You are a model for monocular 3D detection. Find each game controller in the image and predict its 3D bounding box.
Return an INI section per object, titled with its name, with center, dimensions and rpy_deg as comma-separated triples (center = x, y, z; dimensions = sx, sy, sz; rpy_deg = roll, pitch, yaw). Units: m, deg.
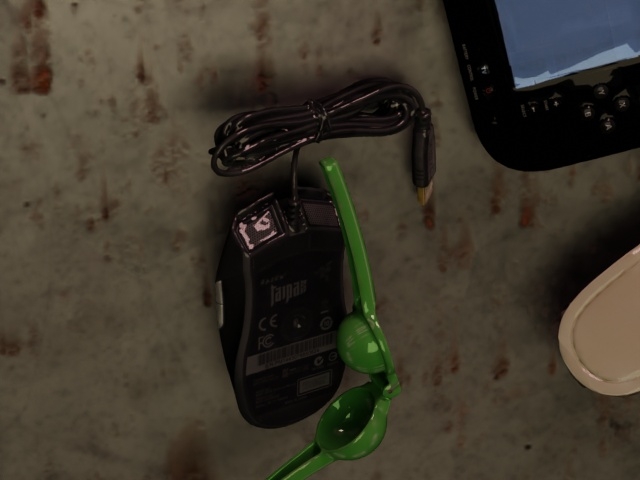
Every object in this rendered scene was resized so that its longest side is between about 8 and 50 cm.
[game controller]
center = 0.160, -0.198, 1.297
dimensions = 0.166, 0.067, 0.319
rpy_deg = -19, 117, -4

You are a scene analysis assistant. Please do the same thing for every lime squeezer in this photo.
[lime squeezer]
center = 0.005, 0.090, 1.356
dimensions = 0.110, 0.059, 0.310
rpy_deg = 15, 109, -8

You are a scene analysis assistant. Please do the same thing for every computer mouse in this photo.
[computer mouse]
center = 0.000, 0.000, 1.367
dimensions = 0.184, 0.060, 0.262
rpy_deg = -21, 125, -25

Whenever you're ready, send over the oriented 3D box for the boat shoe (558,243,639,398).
[boat shoe]
center = 0.319, 0.008, 1.417
dimensions = 0.324, 0.097, 0.117
rpy_deg = -36, 77, 2
